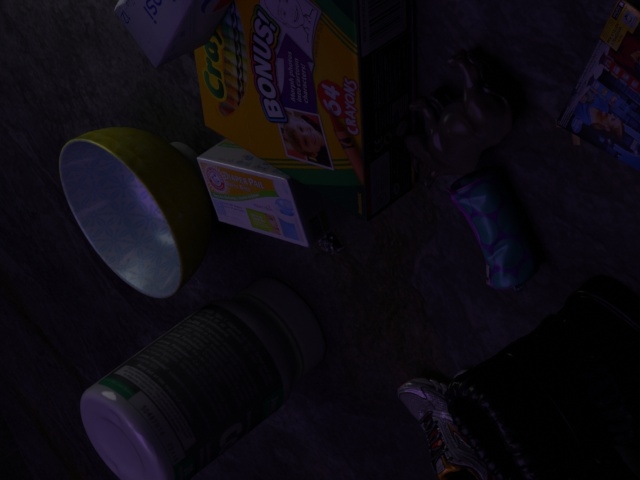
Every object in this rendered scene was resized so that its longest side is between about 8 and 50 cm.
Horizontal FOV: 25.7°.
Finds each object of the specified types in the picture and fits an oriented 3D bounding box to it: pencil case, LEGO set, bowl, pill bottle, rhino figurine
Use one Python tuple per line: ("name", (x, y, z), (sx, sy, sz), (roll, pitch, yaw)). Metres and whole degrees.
("pencil case", (0.211, -0.013, 1.709), (0.152, 0.070, 0.064), (65, 172, -14))
("LEGO set", (0.000, 0.002, 2.054), (0.083, 0.023, 0.054), (4, 124, 52))
("bowl", (-0.261, -0.070, 2.207), (0.289, 0.156, 0.289), (34, 145, 29))
("pill bottle", (-0.175, 0.220, 2.179), (0.204, 0.361, 0.204), (35, 144, 29))
("rhino figurine", (0.157, -0.132, 1.664), (0.106, 0.073, 0.243), (53, 151, 7))

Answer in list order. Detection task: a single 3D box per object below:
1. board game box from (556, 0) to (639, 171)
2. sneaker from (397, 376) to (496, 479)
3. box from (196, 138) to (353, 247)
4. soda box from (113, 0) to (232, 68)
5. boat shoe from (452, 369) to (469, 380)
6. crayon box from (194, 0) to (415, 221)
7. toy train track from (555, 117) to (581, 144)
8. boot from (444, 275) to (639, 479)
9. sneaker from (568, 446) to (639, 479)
("board game box", (0.355, -0.131, 1.408), (0.194, 0.060, 0.194), (42, 147, 16))
("sneaker", (0.190, 0.289, 2.014), (0.225, 0.093, 0.088), (47, 148, 13))
("box", (-0.063, -0.080, 1.980), (0.203, 0.103, 0.114), (15, 132, 46))
("soda box", (-0.152, -0.326, 1.672), (0.098, 0.091, 0.286), (54, 148, 8))
("boat shoe", (0.276, 0.284, 1.894), (0.302, 0.091, 0.114), (32, 143, 32))
("crayon box", (-0.030, -0.246, 1.767), (0.313, 0.106, 0.363), (31, 142, 33))
("toy train track", (0.296, -0.128, 1.537), (0.083, 0.014, 0.048), (10, 122, 42))
("boot", (0.337, 0.220, 1.582), (0.348, 0.260, 0.131), (39, 146, 24))
("sneaker", (0.366, 0.330, 1.755), (0.286, 0.109, 0.130), (27, 153, 8))
